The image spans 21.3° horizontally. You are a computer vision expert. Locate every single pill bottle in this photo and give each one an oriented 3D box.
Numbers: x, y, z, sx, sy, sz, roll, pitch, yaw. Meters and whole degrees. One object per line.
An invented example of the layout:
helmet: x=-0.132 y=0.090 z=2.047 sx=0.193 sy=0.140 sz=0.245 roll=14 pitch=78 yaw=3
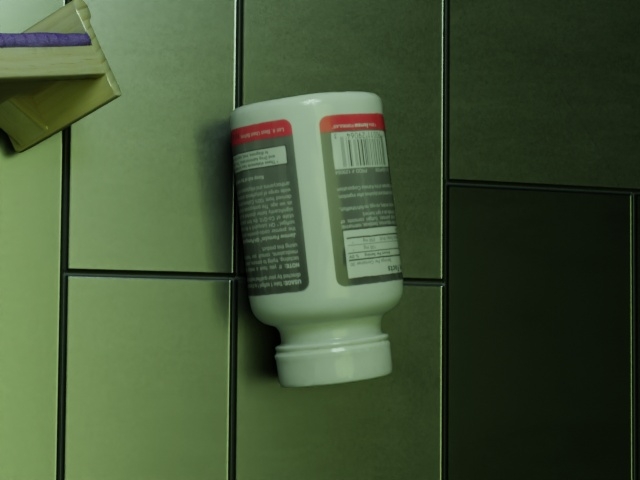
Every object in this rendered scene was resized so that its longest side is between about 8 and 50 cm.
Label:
pill bottle: x=0.000 y=0.000 z=1.920 sx=0.176 sy=0.176 sz=0.319 roll=-6 pitch=89 yaw=-23

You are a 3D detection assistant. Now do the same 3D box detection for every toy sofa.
toy sofa: x=-0.370 y=-0.182 z=1.682 sx=0.177 sy=0.150 sz=0.362 roll=65 pitch=25 yaw=5
